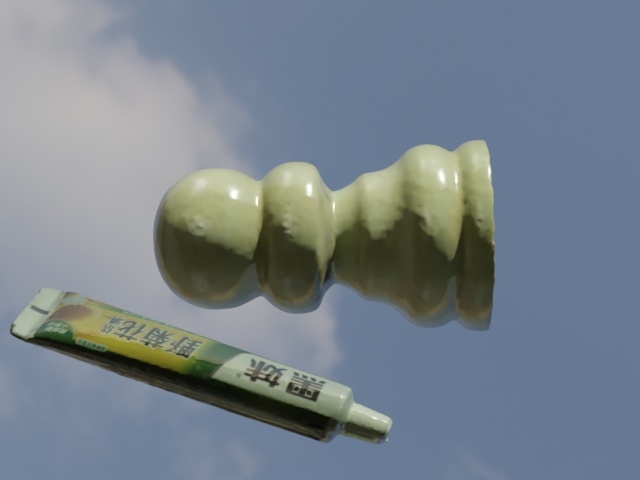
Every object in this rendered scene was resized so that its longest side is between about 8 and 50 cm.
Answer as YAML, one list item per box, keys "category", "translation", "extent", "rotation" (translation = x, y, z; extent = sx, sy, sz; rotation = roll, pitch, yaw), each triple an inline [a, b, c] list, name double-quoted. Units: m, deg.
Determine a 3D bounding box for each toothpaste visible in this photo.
- category: "toothpaste"
  translation: [-0.061, 0.068, 0.956]
  extent: [0.204, 0.049, 0.031]
  rotation: [18, -57, 9]

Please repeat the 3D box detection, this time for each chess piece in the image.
- category: "chess piece"
  translation: [0.000, 0.000, 1.387]
  extent: [0.251, 0.144, 0.144]
  rotation: [-2, -78, -2]
